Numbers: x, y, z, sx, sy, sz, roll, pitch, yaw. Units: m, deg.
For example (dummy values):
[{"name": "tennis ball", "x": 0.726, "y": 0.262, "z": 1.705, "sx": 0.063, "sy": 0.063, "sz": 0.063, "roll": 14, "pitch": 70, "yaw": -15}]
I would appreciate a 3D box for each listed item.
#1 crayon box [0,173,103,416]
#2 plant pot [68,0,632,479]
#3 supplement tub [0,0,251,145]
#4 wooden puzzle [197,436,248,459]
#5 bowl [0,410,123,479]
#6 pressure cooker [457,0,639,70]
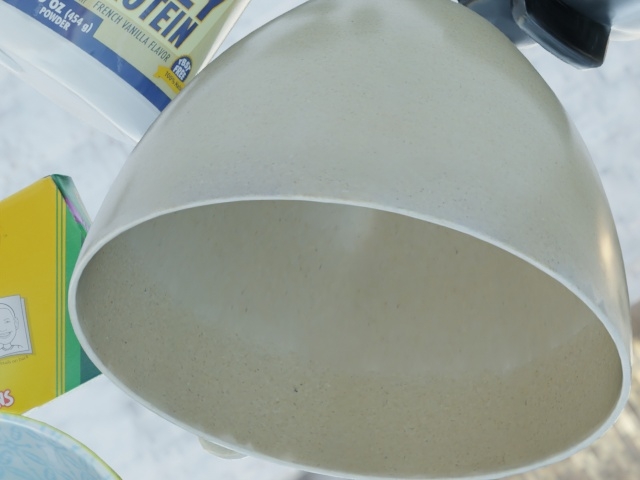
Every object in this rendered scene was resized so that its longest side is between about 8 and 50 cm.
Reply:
[{"name": "crayon box", "x": -0.296, "y": 0.080, "z": 1.639, "sx": 0.278, "sy": 0.165, "sz": 0.081, "roll": -28, "pitch": 178, "yaw": 4}, {"name": "plant pot", "x": 0.027, "y": -0.020, "z": 1.041, "sx": 0.284, "sy": 0.284, "sz": 0.191, "roll": -40, "pitch": -148, "yaw": 51}, {"name": "supplement tub", "x": -0.167, "y": -0.272, "z": 1.836, "sx": 0.316, "sy": 0.228, "sz": 0.228, "roll": -57, "pitch": 176, "yaw": -6}, {"name": "wooden puzzle", "x": 0.000, "y": 0.000, "z": 1.855, "sx": 0.348, "sy": 0.322, "sz": 0.080, "roll": -28, "pitch": 140, "yaw": 30}, {"name": "bowl", "x": -0.208, "y": 0.266, "z": 1.268, "sx": 0.289, "sy": 0.289, "sz": 0.156, "roll": -32, "pitch": 157, "yaw": 3}, {"name": "pressure cooker", "x": 0.252, "y": -0.349, "z": 1.476, "sx": 0.420, "sy": 0.375, "sz": 0.370, "roll": -20, "pitch": -173, "yaw": 45}]
